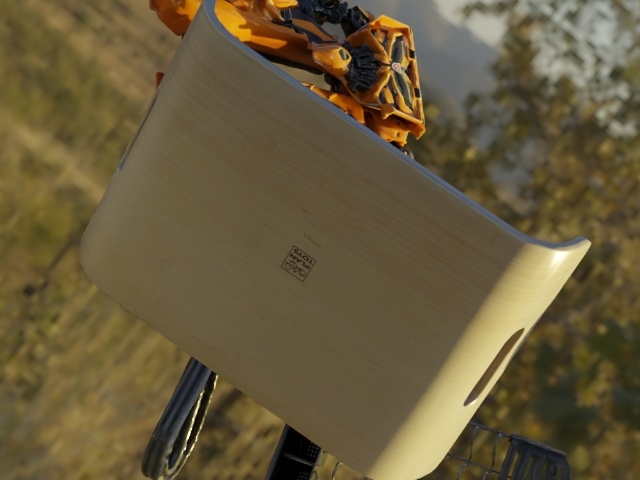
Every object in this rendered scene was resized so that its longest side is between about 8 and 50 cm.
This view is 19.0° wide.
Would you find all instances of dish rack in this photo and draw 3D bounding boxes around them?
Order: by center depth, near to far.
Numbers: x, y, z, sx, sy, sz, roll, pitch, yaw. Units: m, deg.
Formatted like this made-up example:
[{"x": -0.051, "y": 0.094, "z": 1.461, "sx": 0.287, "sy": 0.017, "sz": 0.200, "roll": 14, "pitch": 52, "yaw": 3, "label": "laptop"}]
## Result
[{"x": 0.089, "y": 0.242, "z": 1.758, "sx": 0.271, "sy": 0.208, "sz": 0.074, "roll": 19, "pitch": -10, "yaw": 12, "label": "dish rack"}]

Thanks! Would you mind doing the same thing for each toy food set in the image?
[{"x": 0.000, "y": 0.000, "z": 1.299, "sx": 0.306, "sy": 0.219, "sz": 0.092, "roll": 35, "pitch": 30, "yaw": 6, "label": "toy food set"}]

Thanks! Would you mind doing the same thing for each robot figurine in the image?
[{"x": -0.019, "y": -0.155, "z": 1.720, "sx": 0.291, "sy": 0.085, "sz": 0.211, "roll": 10, "pitch": 62, "yaw": -35, "label": "robot figurine"}]

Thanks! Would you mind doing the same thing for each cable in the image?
[{"x": -0.080, "y": 0.097, "z": 1.799, "sx": 0.072, "sy": 0.287, "sz": 0.139, "roll": 21, "pitch": -23, "yaw": 8, "label": "cable"}]
